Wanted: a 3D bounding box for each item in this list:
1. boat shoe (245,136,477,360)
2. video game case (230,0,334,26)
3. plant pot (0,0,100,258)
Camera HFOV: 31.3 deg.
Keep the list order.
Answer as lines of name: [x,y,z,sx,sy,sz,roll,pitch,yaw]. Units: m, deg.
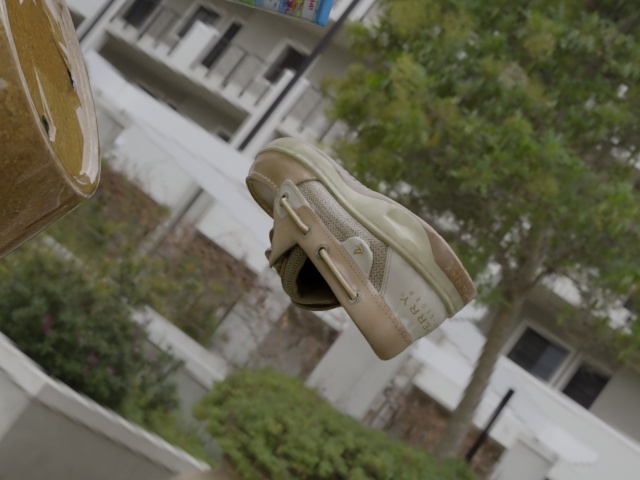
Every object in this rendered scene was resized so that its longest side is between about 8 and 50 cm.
boat shoe: [0.000,0.000,1.021,0.121,0.110,0.341,52,-9,-30]
video game case: [-0.045,-0.265,1.013,0.166,0.119,0.015,22,5,32]
plant pot: [-0.226,-0.045,0.446,0.237,0.254,0.237,-15,90,-88]
